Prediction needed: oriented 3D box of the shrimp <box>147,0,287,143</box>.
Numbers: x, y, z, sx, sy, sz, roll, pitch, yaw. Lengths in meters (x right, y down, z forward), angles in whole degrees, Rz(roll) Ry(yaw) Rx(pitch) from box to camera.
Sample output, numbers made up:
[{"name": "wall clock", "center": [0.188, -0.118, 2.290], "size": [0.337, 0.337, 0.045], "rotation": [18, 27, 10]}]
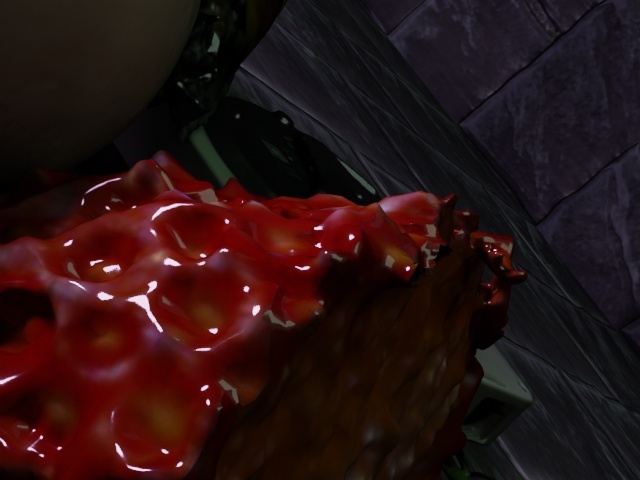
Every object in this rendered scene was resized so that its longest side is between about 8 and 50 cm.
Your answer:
[{"name": "shrimp", "center": [-0.111, -0.212, 0.946], "size": [0.272, 0.085, 0.445], "rotation": [49, 26, -27]}]

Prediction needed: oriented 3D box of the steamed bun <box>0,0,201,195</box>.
[{"name": "steamed bun", "center": [-0.158, -0.083, 0.509], "size": [0.232, 0.145, 0.232], "rotation": [13, 8, -2]}]

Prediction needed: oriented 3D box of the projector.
[{"name": "projector", "center": [0.000, 0.000, 0.989], "size": [0.257, 0.079, 0.259], "rotation": [26, 21, -49]}]

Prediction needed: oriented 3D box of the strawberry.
[{"name": "strawberry", "center": [-0.061, 0.072, 0.470], "size": [0.178, 0.234, 0.234], "rotation": [21, 1, 22]}]

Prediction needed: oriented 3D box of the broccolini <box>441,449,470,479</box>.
[{"name": "broccolini", "center": [0.089, 0.158, 1.016], "size": [0.035, 0.030, 0.140], "rotation": [91, -20, -48]}]
